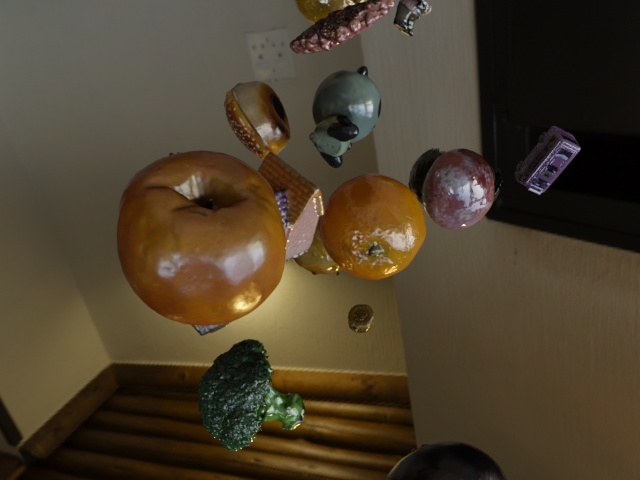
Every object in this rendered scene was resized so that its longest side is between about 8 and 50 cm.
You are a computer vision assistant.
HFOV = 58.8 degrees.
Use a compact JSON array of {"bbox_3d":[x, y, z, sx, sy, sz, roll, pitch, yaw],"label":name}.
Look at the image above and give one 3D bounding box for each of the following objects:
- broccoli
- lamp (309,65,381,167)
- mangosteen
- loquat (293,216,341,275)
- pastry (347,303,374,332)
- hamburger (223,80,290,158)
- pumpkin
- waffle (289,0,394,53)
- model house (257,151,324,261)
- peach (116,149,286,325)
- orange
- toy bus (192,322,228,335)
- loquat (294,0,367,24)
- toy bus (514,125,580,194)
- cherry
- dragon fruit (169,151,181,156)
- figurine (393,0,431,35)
[{"bbox_3d":[-0.193,0.417,1.534,0.297,0.297,0.297,26,-172,-33],"label":"broccoli"},{"bbox_3d":[0.060,-0.321,1.457,0.198,0.197,0.243,0,-128,21],"label":"lamp"},{"bbox_3d":[0.286,0.592,1.221,0.297,0.297,0.313,-32,-110,-35],"label":"mangosteen"},{"bbox_3d":[0.000,0.000,1.919,0.244,0.243,0.244,-9,-153,5],"label":"loquat"},{"bbox_3d":[0.150,0.289,2.101,0.097,0.057,0.109,25,-112,24],"label":"pastry"},{"bbox_3d":[-0.172,-0.326,1.551,0.147,0.236,0.237,-24,-156,15],"label":"hamburger"},{"bbox_3d":[0.462,-0.202,1.988,0.321,0.192,0.320,12,-179,0],"label":"pumpkin"},{"bbox_3d":[0.041,-0.476,1.266,0.234,0.055,0.221,8,-137,48],"label":"waffle"},{"bbox_3d":[-0.139,-0.080,1.458,0.237,0.237,0.202,-21,-127,-38],"label":"model house"},{"bbox_3d":[-0.227,0.004,1.106,0.343,0.301,0.342,11,-133,-12],"label":"peach"},{"bbox_3d":[0.149,-0.038,1.641,0.312,0.312,0.312,-9,-153,5],"label":"orange"},{"bbox_3d":[-0.277,0.186,1.572,0.182,0.103,0.091,-27,-166,17],"label":"toy bus"},{"bbox_3d":[0.033,-0.643,1.464,0.208,0.208,0.208,-9,-153,5],"label":"loquat"},{"bbox_3d":[0.622,-0.216,1.567,0.087,0.178,0.098,20,-145,-16],"label":"toy bus"},{"bbox_3d":[0.413,-0.151,1.718,0.213,0.285,0.236,-4,-116,24],"label":"cherry"},{"bbox_3d":[-0.421,-0.212,1.755,0.063,0.131,0.097,-43,-129,15],"label":"dragon fruit"},{"bbox_3d":[0.234,-0.567,1.283,0.108,0.196,0.114,31,-172,39],"label":"figurine"}]
